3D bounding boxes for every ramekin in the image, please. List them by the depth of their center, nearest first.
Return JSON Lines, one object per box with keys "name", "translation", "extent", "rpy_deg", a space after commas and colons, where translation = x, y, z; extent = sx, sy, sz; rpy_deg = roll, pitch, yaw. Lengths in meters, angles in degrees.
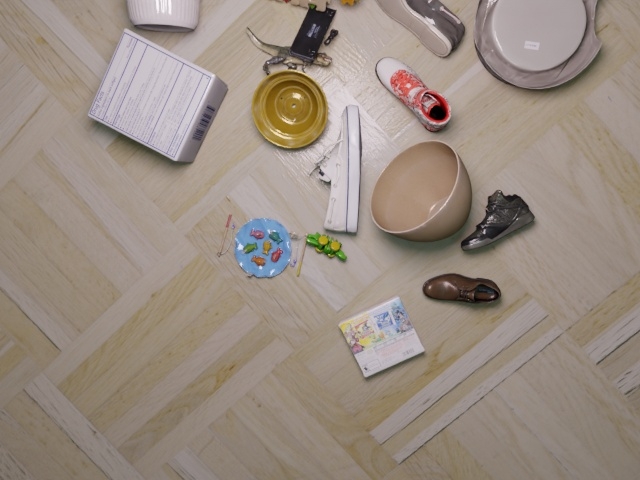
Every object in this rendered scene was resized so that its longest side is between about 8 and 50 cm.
{"name": "ramekin", "translation": [-0.435, -0.645, 1.356], "extent": [0.207, 0.207, 0.109], "rpy_deg": [3, 106, 3]}

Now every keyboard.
{"name": "keyboard", "translation": [-0.008, -0.588, 1.394], "extent": [0.108, 0.023, 0.180], "rpy_deg": [20, 77, 8]}

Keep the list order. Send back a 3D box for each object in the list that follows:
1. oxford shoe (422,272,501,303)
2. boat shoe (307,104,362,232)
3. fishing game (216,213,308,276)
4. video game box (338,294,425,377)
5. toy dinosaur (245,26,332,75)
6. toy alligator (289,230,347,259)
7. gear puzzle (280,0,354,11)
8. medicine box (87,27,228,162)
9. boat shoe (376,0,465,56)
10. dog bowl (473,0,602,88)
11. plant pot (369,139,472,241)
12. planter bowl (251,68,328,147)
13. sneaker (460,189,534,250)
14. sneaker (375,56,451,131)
{"name": "oxford shoe", "translation": [0.418, 0.145, 1.445], "extent": [0.227, 0.096, 0.082], "rpy_deg": [-1, 98, 5]}
{"name": "boat shoe", "translation": [0.039, -0.205, 1.419], "extent": [0.156, 0.136, 0.367], "rpy_deg": [3, 106, 6]}
{"name": "fishing game", "translation": [-0.179, 0.023, 1.495], "extent": [0.264, 0.041, 0.189], "rpy_deg": [18, 95, 1]}
{"name": "video game box", "translation": [0.186, 0.293, 1.499], "extent": [0.205, 0.048, 0.187], "rpy_deg": [-25, 96, 6]}
{"name": "toy dinosaur", "translation": [-0.105, -0.521, 1.418], "extent": [0.268, 0.064, 0.118], "rpy_deg": [18, 83, 2]}
{"name": "toy alligator", "translation": [0.000, 0.000, 1.477], "extent": [0.190, 0.056, 0.051], "rpy_deg": [25, 57, -1]}
{"name": "gear puzzle", "translation": [-0.041, -0.732, 1.342], "extent": [0.339, 0.175, 0.044], "rpy_deg": [17, 52, 8]}
{"name": "medicine box", "translation": [-0.462, -0.405, 1.407], "extent": [0.289, 0.149, 0.263], "rpy_deg": [28, 97, 0]}
{"name": "boat shoe", "translation": [0.262, -0.659, 1.364], "extent": [0.335, 0.112, 0.095], "rpy_deg": [42, 80, -7]}
{"name": "dog bowl", "translation": [0.588, -0.588, 1.348], "extent": [0.349, 0.102, 0.348], "rpy_deg": [0, 97, 4]}
{"name": "plant pot", "translation": [0.305, -0.108, 1.360], "extent": [0.191, 0.284, 0.284], "rpy_deg": [32, 99, -37]}
{"name": "planter bowl", "translation": [-0.082, -0.382, 1.405], "extent": [0.217, 0.090, 0.217], "rpy_deg": [2, 115, 5]}
{"name": "sneaker", "translation": [0.492, -0.063, 1.423], "extent": [0.227, 0.087, 0.130], "rpy_deg": [-31, 92, 3]}
{"name": "sneaker", "translation": [0.262, -0.420, 1.364], "extent": [0.090, 0.145, 0.270], "rpy_deg": [-42, 92, 7]}
